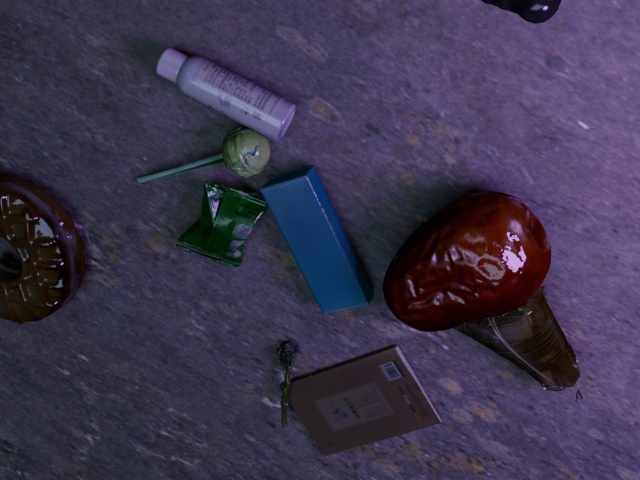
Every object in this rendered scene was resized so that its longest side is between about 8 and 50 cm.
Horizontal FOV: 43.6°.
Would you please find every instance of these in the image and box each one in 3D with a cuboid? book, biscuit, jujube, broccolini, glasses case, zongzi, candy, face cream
[{"bbox_3d":[0.087,0.365,1.795,0.311,0.021,0.216,-23,109,26],"label":"book"},{"bbox_3d":[-0.663,0.030,1.793,0.268,0.115,0.366,10,121,13],"label":"biscuit"},{"bbox_3d":[0.264,0.048,1.466,0.318,0.223,0.223,-36,103,34],"label":"jujube"},{"bbox_3d":[-0.072,0.325,1.796,0.044,0.042,0.218,20,118,46],"label":"broccolini"},{"bbox_3d":[-0.001,0.000,1.604,0.117,0.070,0.301,-14,114,30],"label":"glasses case"},{"bbox_3d":[0.375,0.210,1.591,0.241,0.111,0.247,-13,120,42],"label":"zongzi"},{"bbox_3d":[-0.245,-0.152,1.598,0.336,0.092,0.093,-10,153,30],"label":"candy"},{"bbox_3d":[-0.180,-0.279,1.498,0.269,0.082,0.082,27,122,3],"label":"face cream"},{"bbox_3d":[-0.206,-0.030,1.644,0.141,0.078,0.203,29,127,1],"label":"candy"}]

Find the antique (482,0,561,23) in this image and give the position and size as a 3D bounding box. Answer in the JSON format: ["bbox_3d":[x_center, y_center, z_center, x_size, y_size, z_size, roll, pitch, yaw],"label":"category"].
[{"bbox_3d":[0.328,-0.488,1.169,0.255,0.185,0.322,45,117,-8],"label":"antique"}]
